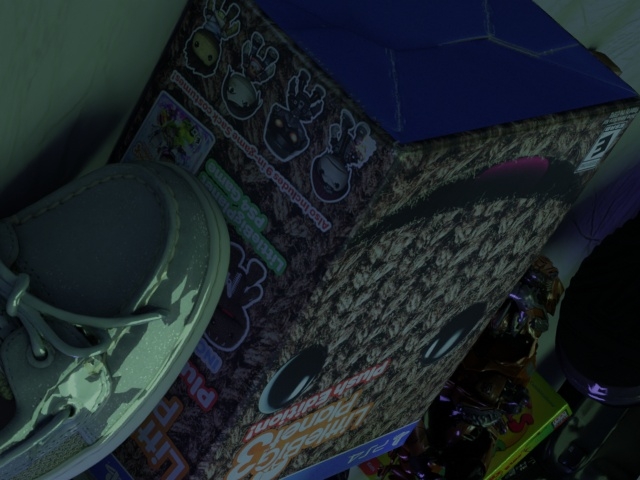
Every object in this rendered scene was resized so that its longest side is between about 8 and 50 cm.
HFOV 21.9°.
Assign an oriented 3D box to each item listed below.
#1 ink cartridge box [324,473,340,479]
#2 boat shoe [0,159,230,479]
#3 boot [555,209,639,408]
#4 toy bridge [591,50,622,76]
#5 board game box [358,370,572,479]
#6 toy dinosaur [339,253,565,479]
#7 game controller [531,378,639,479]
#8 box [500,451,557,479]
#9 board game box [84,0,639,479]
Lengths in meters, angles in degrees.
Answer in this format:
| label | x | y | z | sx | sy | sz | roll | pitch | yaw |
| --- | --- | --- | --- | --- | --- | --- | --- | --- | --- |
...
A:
| label | x | y | z | sx | sy | sz | roll | pitch | yaw |
| --- | --- | --- | --- | --- | --- | --- | --- | --- | --- |
| ink cartridge box | -0.058 | 0.233 | 1.184 | 0.223 | 0.045 | 0.224 | -60 | -177 | 3 |
| boat shoe | -0.183 | 0.073 | 0.784 | 0.320 | 0.118 | 0.103 | -36 | 157 | 3 |
| boot | 0.319 | 0.093 | 1.473 | 0.348 | 0.131 | 0.260 | -45 | 145 | -37 |
| toy bridge | 0.139 | -0.101 | 1.124 | 0.188 | 0.026 | 0.063 | -7 | 139 | -55 |
| board game box | 0.134 | 0.184 | 1.531 | 0.181 | 0.092 | 0.043 | -43 | 156 | -2 |
| toy dinosaur | 0.103 | 0.157 | 1.379 | 0.218 | 0.164 | 0.322 | -40 | 142 | -53 |
| game controller | 0.350 | 0.128 | 1.732 | 0.319 | 0.067 | 0.166 | -52 | 137 | -1 |
| box | 0.211 | 0.290 | 1.758 | 0.180 | 0.147 | 0.077 | -25 | -169 | -39 |
| board game box | 0.000 | 0.000 | 0.919 | 0.232 | 0.141 | 0.291 | -15 | 144 | -49 |
